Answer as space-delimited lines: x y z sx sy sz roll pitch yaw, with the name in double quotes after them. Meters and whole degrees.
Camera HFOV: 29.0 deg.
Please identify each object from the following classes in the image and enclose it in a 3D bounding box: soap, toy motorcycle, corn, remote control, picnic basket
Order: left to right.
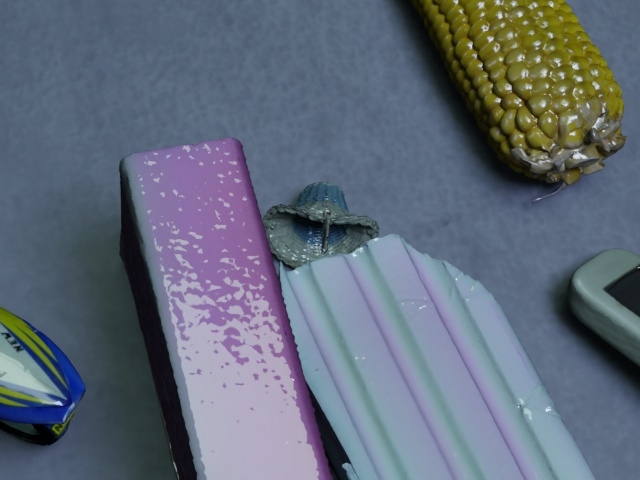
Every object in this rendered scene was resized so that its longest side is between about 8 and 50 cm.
-0.281 0.032 0.748 0.315 0.169 0.113 29 66 5 "toy motorcycle"
-0.060 0.088 0.754 0.081 0.181 0.259 -11 69 -13 "soap"
0.000 0.000 0.865 0.083 0.065 0.083 8 46 -10 "picnic basket"
0.064 0.112 0.797 0.145 0.091 0.230 -18 62 -15 "soap"
0.125 -0.178 0.935 0.106 0.106 0.305 -21 68 -16 "corn"
0.301 0.109 0.830 0.309 0.038 0.090 40 43 25 "remote control"
